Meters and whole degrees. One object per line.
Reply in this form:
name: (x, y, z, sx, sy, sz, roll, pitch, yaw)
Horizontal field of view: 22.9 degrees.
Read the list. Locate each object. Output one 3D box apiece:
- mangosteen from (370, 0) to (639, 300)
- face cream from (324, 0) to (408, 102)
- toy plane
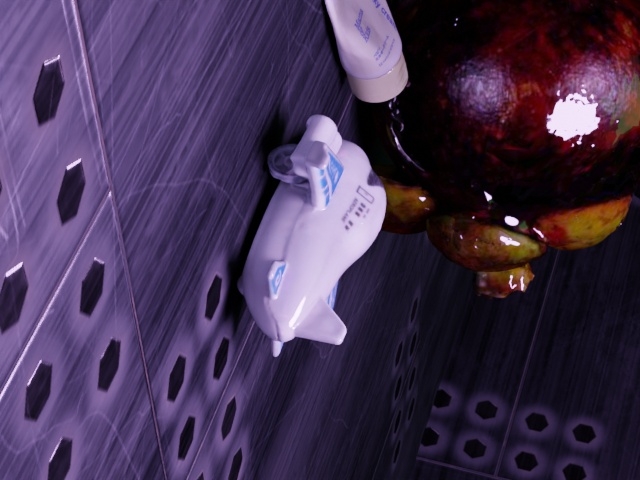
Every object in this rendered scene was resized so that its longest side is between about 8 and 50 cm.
mangosteen: (0.234, -0.161, 1.982, 0.421, 0.381, 0.381, -65, 176, 34)
face cream: (0.044, -0.250, 1.755, 0.224, 0.070, 0.114, 71, 33, -51)
toy plane: (-0.005, -0.001, 1.626, 0.267, 0.122, 0.267, 11, 90, -80)
